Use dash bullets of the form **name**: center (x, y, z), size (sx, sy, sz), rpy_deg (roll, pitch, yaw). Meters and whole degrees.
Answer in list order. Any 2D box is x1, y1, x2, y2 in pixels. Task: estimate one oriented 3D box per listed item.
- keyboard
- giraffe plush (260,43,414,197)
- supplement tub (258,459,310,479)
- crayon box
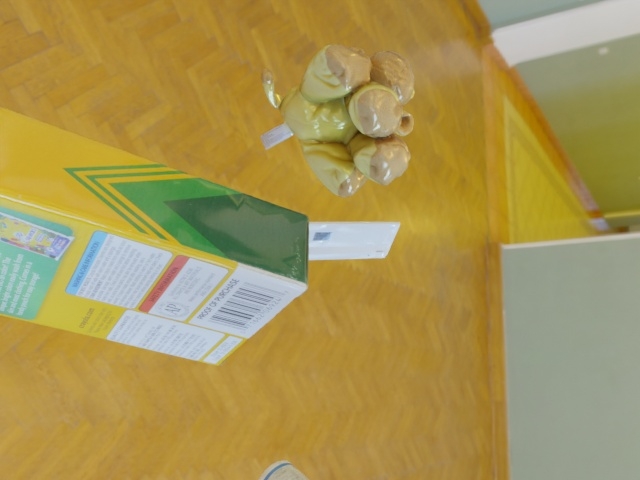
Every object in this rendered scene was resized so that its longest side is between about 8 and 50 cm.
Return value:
- **keyboard**: center (0.000, 0.000, 0.953), size (0.255, 0.014, 0.072), rpy_deg (-1, 127, -23)
- **giraffe plush**: center (0.048, -0.167, 0.770), size (0.170, 0.210, 0.182), rpy_deg (-36, 120, -35)
- **supplement tub**: center (-0.035, 0.365, 0.875), size (0.071, 0.107, 0.071), rpy_deg (-23, 125, -36)
- **crayon box**: center (-0.197, 0.009, 0.562), size (0.322, 0.203, 0.083), rpy_deg (18, 52, -25)
